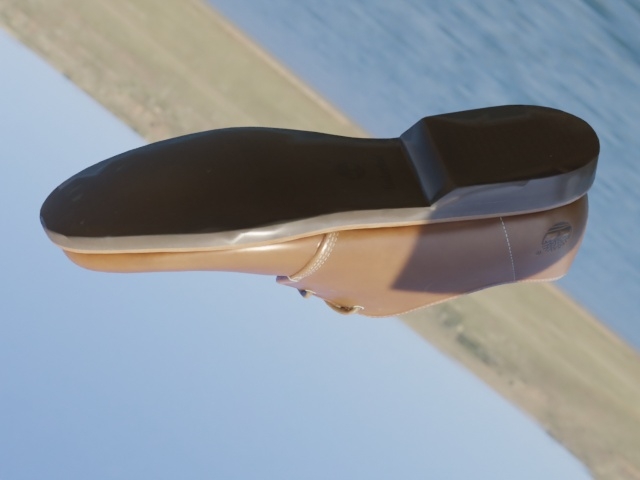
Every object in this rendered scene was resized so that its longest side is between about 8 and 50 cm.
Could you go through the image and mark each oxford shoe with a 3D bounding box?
[{"bbox_3d":[0.000,0.000,0.613,0.076,0.212,0.076,-93,0,-54],"label":"oxford shoe"}]
